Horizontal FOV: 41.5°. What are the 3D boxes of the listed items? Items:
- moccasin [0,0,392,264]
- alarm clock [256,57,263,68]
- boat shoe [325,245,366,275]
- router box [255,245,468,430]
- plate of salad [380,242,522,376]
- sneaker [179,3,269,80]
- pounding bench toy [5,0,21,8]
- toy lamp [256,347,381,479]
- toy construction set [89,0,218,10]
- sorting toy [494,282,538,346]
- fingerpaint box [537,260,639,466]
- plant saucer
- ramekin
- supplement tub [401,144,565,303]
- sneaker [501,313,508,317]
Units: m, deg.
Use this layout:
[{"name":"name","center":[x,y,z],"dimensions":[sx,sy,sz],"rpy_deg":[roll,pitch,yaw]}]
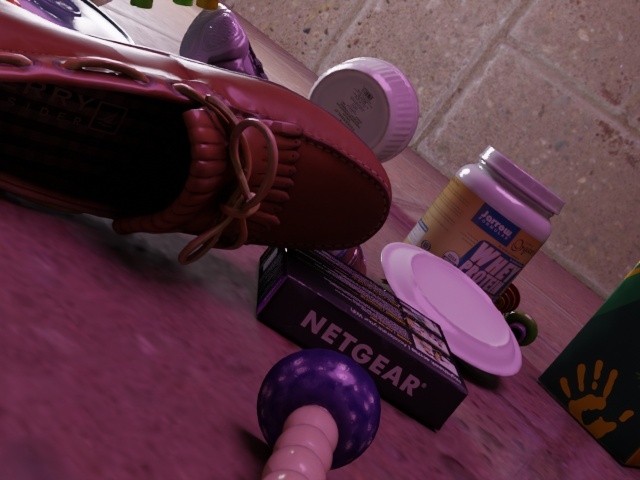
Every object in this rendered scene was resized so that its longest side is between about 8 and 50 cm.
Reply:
[{"name":"moccasin","center":[-0.102,-0.059,0.575],"dimensions":[0.380,0.139,0.147],"rpy_deg":[22,28,-37]},{"name":"alarm clock","center":[-0.164,-0.358,1.694],"dimensions":[0.192,0.064,0.129],"rpy_deg":[27,15,-48]},{"name":"boat shoe","center":[0.000,0.000,0.854],"dimensions":[0.066,0.066,0.183],"rpy_deg":[50,5,-22]},{"name":"router box","center":[0.031,0.068,0.709],"dimensions":[0.179,0.046,0.133],"rpy_deg":[34,13,-12]},{"name":"plate of salad","center":[0.141,0.079,0.941],"dimensions":[0.200,0.048,0.199],"rpy_deg":[32,24,-17]},{"name":"sneaker","center":[-0.095,-0.192,1.132],"dimensions":[0.153,0.101,0.268],"rpy_deg":[30,32,-50]},{"name":"pounding bench toy","center":[-0.285,-0.182,0.714],"dimensions":[0.083,0.065,0.052],"rpy_deg":[45,15,34]},{"name":"toy lamp","center":[-0.019,0.115,0.340],"dimensions":[0.080,0.080,0.274],"rpy_deg":[37,11,-1]},{"name":"toy construction set","center":[-0.270,-0.392,1.145],"dimensions":[0.328,0.151,0.215],"rpy_deg":[14,20,40]},{"name":"sorting toy","center":[0.250,0.104,1.143],"dimensions":[0.042,0.061,0.101],"rpy_deg":[-29,95,-57]},{"name":"fingerpaint box","center":[0.552,0.131,1.143],"dimensions":[0.445,0.371,0.163],"rpy_deg":[22,20,-47]},{"name":"plant saucer","center":[-0.335,-0.280,0.991],"dimensions":[0.318,0.043,0.317],"rpy_deg":[36,12,-9]},{"name":"ramekin","center":[0.070,-0.239,1.579],"dimensions":[0.207,0.207,0.109],"rpy_deg":[40,22,13]},{"name":"supplement tub","center":[0.204,-0.008,1.091],"dimensions":[0.144,0.199,0.144],"rpy_deg":[34,13,-9]},{"name":"sneaker","center":[0.274,0.099,1.274],"dimensions":[0.083,0.035,0.031],"rpy_deg":[40,14,15]}]
